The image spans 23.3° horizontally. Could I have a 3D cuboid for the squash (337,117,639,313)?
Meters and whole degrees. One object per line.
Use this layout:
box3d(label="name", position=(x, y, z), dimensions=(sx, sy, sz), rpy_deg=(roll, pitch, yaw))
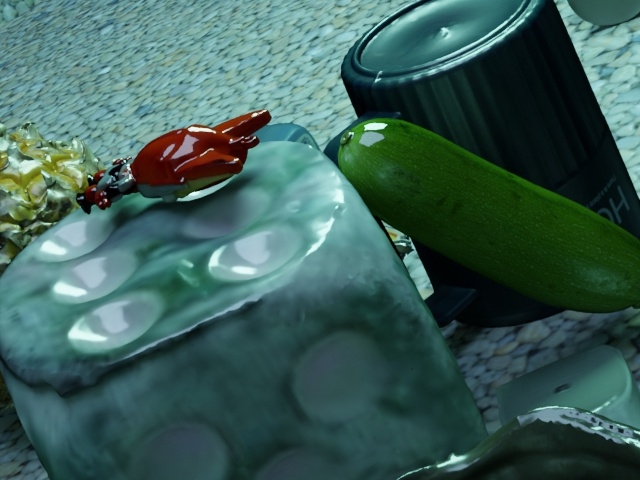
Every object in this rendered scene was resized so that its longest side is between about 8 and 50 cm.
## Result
box3d(label="squash", position=(0.176, -0.009, 1.403), dimensions=(0.101, 0.379, 0.101), rpy_deg=(-46, 32, 39))

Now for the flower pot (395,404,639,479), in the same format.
box3d(label="flower pot", position=(0.165, 0.269, 1.005), dimensions=(0.302, 0.213, 0.302), rpy_deg=(-22, 25, 11))

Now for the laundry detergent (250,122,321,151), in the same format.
box3d(label="laundry detergent", position=(-0.081, -0.016, 1.853), dimensions=(0.094, 0.143, 0.290), rpy_deg=(2, 36, 24))

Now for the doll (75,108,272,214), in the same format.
box3d(label="doll", position=(-0.128, -0.065, 1.313), dimensions=(0.169, 0.057, 0.109), rpy_deg=(-11, 26, 19))

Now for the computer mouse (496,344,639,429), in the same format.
box3d(label="computer mouse", position=(0.218, 0.158, 1.330), dimensions=(0.128, 0.079, 0.231), rpy_deg=(-19, 11, 10))

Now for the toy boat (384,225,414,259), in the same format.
box3d(label="toy boat", position=(0.000, 0.000, 1.747), dimensions=(0.210, 0.066, 0.084), rpy_deg=(17, 42, 6))

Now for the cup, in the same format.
box3d(label="cup", position=(0.149, -0.085, 1.594), dimensions=(0.308, 0.292, 0.242), rpy_deg=(-27, 26, -2))

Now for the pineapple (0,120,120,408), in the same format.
box3d(label="pineapple", position=(-0.343, 0.039, 1.814), dimensions=(0.352, 0.352, 0.300), rpy_deg=(-37, 37, -20))

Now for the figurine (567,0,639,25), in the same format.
box3d(label="figurine", position=(0.401, -0.403, 2.142), dimensions=(0.176, 0.133, 0.236), rpy_deg=(-12, 30, 10))

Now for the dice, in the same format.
box3d(label="dice", position=(-0.070, 0.128, 1.342), dimensions=(0.330, 0.348, 0.328), rpy_deg=(-30, 27, -4))
